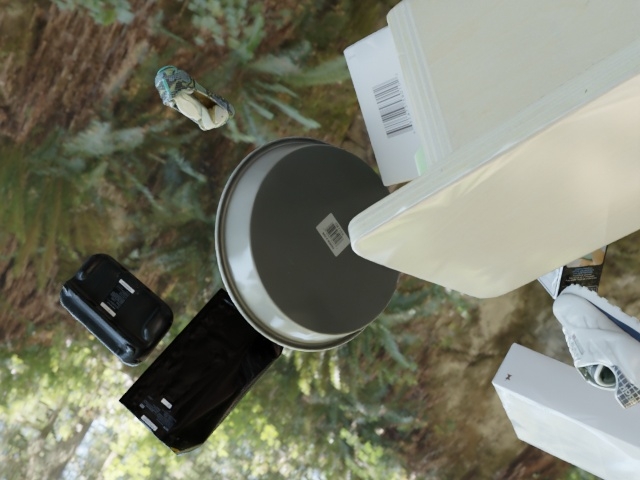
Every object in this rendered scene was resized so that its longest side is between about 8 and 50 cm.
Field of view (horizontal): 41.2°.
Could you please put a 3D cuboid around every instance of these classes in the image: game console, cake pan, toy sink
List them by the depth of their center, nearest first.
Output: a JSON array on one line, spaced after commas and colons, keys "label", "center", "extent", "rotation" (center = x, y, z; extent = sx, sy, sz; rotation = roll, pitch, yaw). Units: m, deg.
[{"label": "toy sink", "center": [0.133, -0.083, 0.479], "extent": [0.152, 0.234, 0.131], "rotation": [19, -131, -43]}, {"label": "cake pan", "center": [0.000, 0.000, 1.134], "extent": [0.293, 0.054, 0.293], "rotation": [6, -101, -35]}, {"label": "game console", "center": [-0.238, 0.127, 1.228], "extent": [0.361, 0.213, 0.044], "rotation": [34, 164, 31]}]

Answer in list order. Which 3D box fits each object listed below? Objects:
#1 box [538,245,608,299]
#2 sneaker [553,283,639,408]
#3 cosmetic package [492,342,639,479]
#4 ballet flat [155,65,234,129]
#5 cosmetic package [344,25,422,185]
[{"label": "box", "center": [0.454, -0.059, 1.550], "extent": [0.087, 0.290, 0.169], "rotation": [-4, -148, -12]}, {"label": "sneaker", "center": [0.358, 0.131, 1.103], "extent": [0.090, 0.095, 0.235], "rotation": [42, -179, -19]}, {"label": "cosmetic package", "center": [0.514, 0.344, 1.508], "extent": [0.377, 0.097, 0.284], "rotation": [21, 161, 33]}, {"label": "ballet flat", "center": [-0.196, -0.211, 1.362], "extent": [0.070, 0.070, 0.188], "rotation": [54, -165, 30]}, {"label": "cosmetic package", "center": [0.235, -0.216, 1.141], "extent": [0.365, 0.155, 0.197], "rotation": [-21, -85, -31]}]
